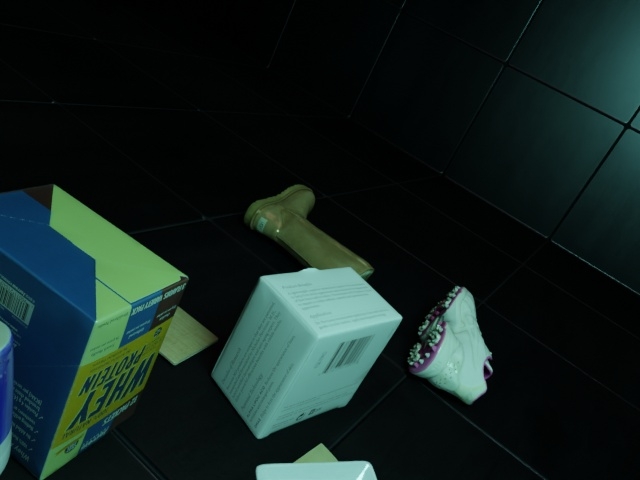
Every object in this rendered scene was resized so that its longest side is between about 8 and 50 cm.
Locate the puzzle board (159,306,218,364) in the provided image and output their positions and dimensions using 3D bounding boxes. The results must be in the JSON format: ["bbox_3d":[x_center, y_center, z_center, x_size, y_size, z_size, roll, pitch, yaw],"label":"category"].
[{"bbox_3d":[-0.222,0.122,0.835,0.128,0.011,0.096,34,25,17],"label":"puzzle board"}]

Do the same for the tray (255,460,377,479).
[{"bbox_3d":[0.023,0.342,0.553,0.145,0.030,0.270,11,38,-28],"label":"tray"}]

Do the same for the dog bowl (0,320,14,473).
[{"bbox_3d":[-0.370,0.122,0.425,0.265,0.104,0.265,6,5,-1],"label":"dog bowl"}]

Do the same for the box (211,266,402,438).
[{"bbox_3d":[-0.018,0.143,0.791,0.181,0.182,0.119,-2,38,-49],"label":"box"}]

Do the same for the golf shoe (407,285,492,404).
[{"bbox_3d":[0.257,0.192,1.100,0.140,0.115,0.306,40,31,3],"label":"golf shoe"}]

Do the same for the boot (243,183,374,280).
[{"bbox_3d":[0.000,0.000,1.246,0.269,0.089,0.236,35,35,19],"label":"boot"}]

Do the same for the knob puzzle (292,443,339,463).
[{"bbox_3d":[0.005,0.331,0.608,0.213,0.030,0.213,20,35,-15],"label":"knob puzzle"}]

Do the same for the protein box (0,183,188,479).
[{"bbox_3d":[-0.281,0.084,0.605,0.200,0.201,0.136,33,24,13],"label":"protein box"}]
